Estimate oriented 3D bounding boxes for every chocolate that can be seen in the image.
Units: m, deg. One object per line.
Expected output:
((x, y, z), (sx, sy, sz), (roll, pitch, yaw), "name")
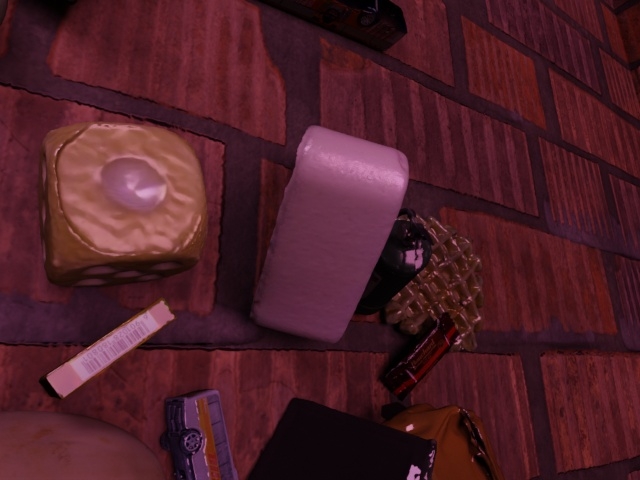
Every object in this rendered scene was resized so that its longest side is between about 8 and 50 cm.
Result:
((0.194, 0.217, 0.834), (0.182, 0.028, 0.086), (-46, 119, -14), "chocolate")

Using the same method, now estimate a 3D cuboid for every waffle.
((0.246, 0.082, 0.932), (0.310, 0.056, 0.291), (21, 65, -27), "waffle")

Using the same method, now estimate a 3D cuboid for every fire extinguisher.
((0.107, 0.033, 0.697), (0.093, 0.294, 0.118), (2, 64, -11), "fire extinguisher")

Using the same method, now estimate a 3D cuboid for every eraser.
((0.000, 0.000, 0.668), (0.150, 0.331, 0.331), (18, 64, -6), "eraser")

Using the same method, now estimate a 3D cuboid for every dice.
((-0.249, -0.037, 0.549), (0.169, 0.169, 0.166), (-2, 76, -35), "dice")

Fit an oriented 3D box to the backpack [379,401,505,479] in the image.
((0.171, 0.459, 0.670), (0.354, 0.201, 0.377), (-27, 89, -39), "backpack")

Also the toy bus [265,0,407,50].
((0.012, -0.518, 0.932), (0.409, 0.092, 0.093), (6, 70, -34), "toy bus")

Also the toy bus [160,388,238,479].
((-0.157, 0.297, 0.581), (0.075, 0.064, 0.190), (-7, 80, -49), "toy bus")

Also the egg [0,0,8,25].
((-0.479, -0.326, 0.456), (0.283, 0.203, 0.202), (44, 56, -20), "egg")

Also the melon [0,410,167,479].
((-0.297, 0.268, 0.386), (0.317, 0.223, 0.222), (7, 72, -34), "melon")

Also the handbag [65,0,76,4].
((-0.400, -0.540, 0.594), (0.325, 0.163, 0.326), (34, 43, -26), "handbag")

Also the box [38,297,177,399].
((-0.243, 0.123, 0.488), (0.121, 0.193, 0.030), (-37, 96, -37), "box")

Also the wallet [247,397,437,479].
((-0.013, 0.372, 0.552), (0.322, 0.247, 0.041), (-61, 137, -31), "wallet")
